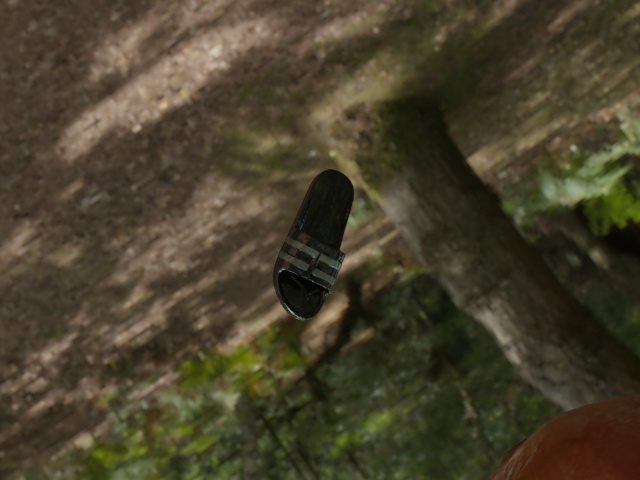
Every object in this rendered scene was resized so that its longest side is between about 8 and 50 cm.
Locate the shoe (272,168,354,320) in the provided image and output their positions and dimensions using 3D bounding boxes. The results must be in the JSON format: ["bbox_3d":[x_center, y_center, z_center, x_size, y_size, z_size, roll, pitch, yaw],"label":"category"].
[{"bbox_3d":[0.000,0.000,1.415,0.049,0.071,0.179,-17,-129,63],"label":"shoe"}]

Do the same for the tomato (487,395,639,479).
[{"bbox_3d":[0.213,0.178,0.794,0.181,0.214,0.155,-84,-167,-54],"label":"tomato"}]
